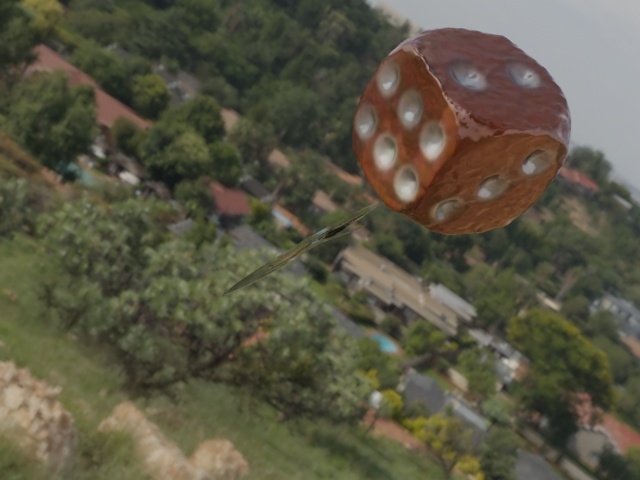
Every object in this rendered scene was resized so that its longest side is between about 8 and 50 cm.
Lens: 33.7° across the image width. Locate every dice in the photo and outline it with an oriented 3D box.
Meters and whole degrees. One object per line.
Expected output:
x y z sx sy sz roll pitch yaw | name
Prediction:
0.154 -0.124 1.177 0.179 0.174 0.175 2 48 -31 | dice

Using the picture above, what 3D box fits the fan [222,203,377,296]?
0.000 -0.001 1.169 0.009 0.191 0.329 59 21 4 | fan
